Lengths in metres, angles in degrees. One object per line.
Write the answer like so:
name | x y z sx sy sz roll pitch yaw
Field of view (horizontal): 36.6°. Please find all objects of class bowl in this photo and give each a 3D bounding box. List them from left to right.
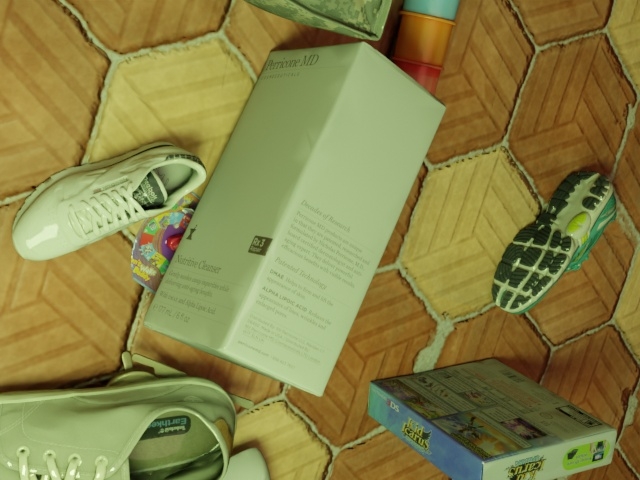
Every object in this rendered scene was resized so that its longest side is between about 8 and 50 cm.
bowl | -0.122 0.368 1.323 0.142 0.053 0.142 -24 133 -24

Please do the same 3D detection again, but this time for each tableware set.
tableware set | -0.198 0.220 1.265 0.194 0.039 0.128 29 100 -28

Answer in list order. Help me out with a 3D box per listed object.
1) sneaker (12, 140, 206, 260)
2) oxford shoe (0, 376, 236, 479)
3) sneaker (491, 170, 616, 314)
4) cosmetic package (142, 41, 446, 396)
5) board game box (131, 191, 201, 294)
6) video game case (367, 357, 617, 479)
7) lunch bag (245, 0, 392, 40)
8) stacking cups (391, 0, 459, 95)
sneaker | -0.245 -0.046 1.126 0.235 0.095 0.090 -32 120 -19
oxford shoe | -0.306 0.264 1.139 0.449 0.130 0.169 -9 116 -19
sneaker | 0.382 0.018 1.529 0.275 0.107 0.110 -47 132 -12
cosmetic package | -0.031 -0.033 1.160 0.156 0.217 0.385 29 78 -33
board game box | -0.157 0.025 1.236 0.168 0.033 0.133 41 81 -33
video game case | 0.242 0.263 1.406 0.244 0.269 0.061 -5 108 -30
lunch bag | -0.076 -0.351 1.057 0.287 0.235 0.169 16 100 -34
stacking cups | 0.158 -0.329 1.298 0.096 0.096 0.316 2 105 -32
